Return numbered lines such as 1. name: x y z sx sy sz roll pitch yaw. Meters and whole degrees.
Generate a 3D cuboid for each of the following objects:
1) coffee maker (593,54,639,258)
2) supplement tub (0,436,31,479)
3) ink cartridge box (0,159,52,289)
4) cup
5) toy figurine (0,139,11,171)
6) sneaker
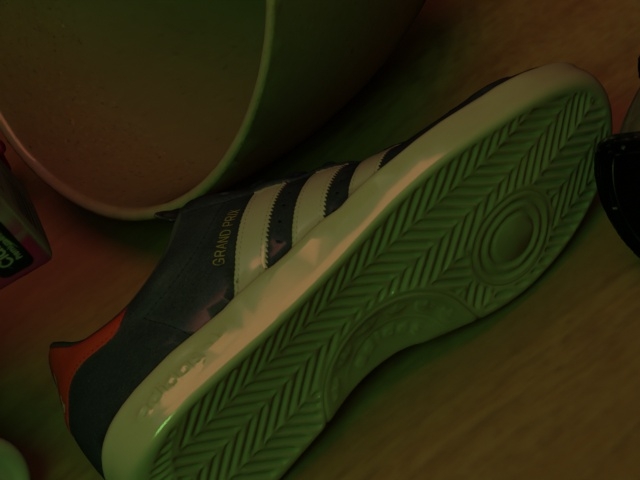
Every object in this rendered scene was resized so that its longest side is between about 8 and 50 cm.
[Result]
1. coffee maker: 0.251 -0.076 0.952 0.171 0.120 0.178 12 47 13
2. supplement tub: -0.216 0.126 0.952 0.107 0.071 0.071 20 53 42
3. ink cartridge box: -0.334 0.039 0.861 0.371 0.176 0.069 -29 54 2
4. cup: -0.060 -0.197 1.125 0.331 0.331 0.237 18 25 42
5. toy figurine: -0.293 -0.033 1.191 0.159 0.130 0.173 -22 9 -23
6. sneaker: 0.000 0.000 0.950 0.350 0.131 0.148 -36 43 -18
